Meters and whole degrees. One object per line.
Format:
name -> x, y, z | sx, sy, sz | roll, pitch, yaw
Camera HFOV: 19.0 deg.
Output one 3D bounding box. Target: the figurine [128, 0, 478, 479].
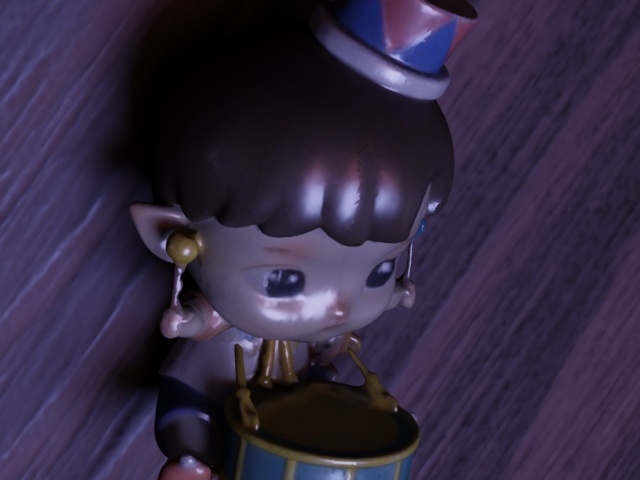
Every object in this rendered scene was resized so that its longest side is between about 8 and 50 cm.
figurine -> -0.006, -0.003, 0.914 | 0.161, 0.158, 0.276 | -10, 114, -37
